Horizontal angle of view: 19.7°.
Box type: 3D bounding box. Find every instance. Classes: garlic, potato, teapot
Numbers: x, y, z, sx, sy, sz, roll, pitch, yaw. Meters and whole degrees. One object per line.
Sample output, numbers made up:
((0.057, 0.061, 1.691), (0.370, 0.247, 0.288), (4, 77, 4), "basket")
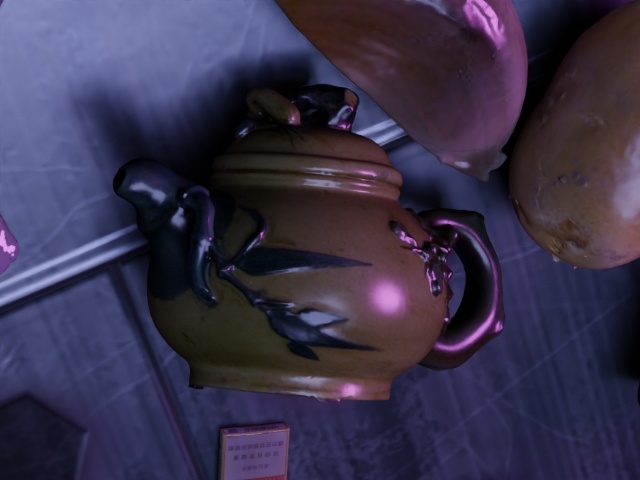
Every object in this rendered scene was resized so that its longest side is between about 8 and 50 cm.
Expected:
((0.062, -0.125, 1.078), (0.101, 0.087, 0.195), (-41, 124, 17), "garlic")
((0.187, -0.065, 1.127), (0.118, 0.109, 0.178), (35, 96, -2), "potato")
((0.000, 0.000, 1.077), (0.269, 0.173, 0.183), (5, 87, -32), "teapot")

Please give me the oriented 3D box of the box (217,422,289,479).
((-0.045, 0.160, 1.205), (0.046, 0.012, 0.083), (-4, 113, -19), "box")

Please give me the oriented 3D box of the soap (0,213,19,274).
((-0.313, -0.020, 0.793), (0.296, 0.107, 0.285), (-47, 126, -31), "soap")

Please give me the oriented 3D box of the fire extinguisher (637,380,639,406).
((0.305, -0.039, 1.195), (0.138, 0.102, 0.344), (-7, 117, -43), "fire extinguisher")

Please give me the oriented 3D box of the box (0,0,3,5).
((-0.329, -0.171, 0.902), (0.369, 0.112, 0.190), (17, 108, -24), "box")
